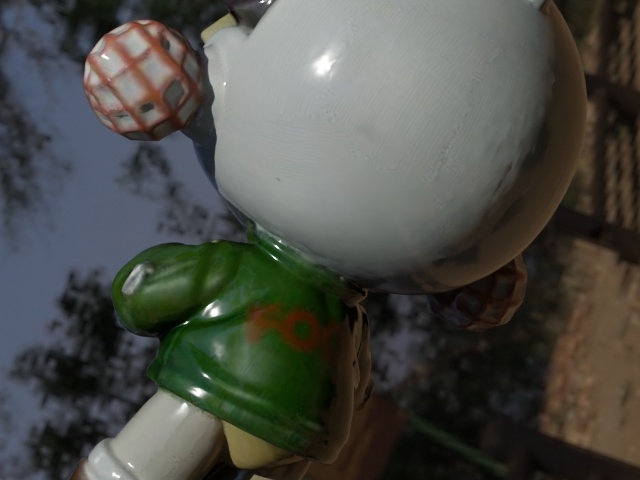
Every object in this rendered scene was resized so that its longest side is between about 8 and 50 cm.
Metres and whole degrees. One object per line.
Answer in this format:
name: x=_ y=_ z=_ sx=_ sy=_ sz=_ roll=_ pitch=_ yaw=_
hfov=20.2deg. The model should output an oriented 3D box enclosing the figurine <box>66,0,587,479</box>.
figurine: x=0.000 y=0.000 z=0.863 sx=0.370 sy=0.281 sz=0.167 roll=-58 pitch=35 yaw=2
